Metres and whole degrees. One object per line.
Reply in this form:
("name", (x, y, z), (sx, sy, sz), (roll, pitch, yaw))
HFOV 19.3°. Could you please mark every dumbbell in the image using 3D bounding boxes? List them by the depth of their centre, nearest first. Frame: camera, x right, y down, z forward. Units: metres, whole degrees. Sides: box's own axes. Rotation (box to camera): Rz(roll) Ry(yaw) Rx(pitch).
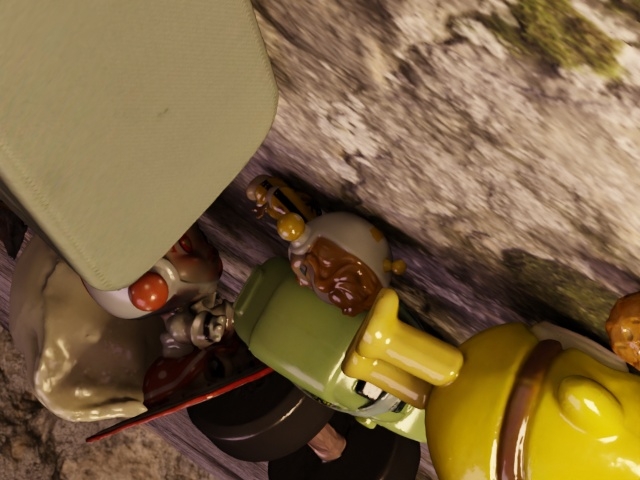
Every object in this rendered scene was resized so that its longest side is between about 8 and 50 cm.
("dumbbell", (-0.014, 0.173, 1.811), (0.152, 0.152, 0.218), (23, 162, 43))

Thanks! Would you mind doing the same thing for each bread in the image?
("bread", (0.234, 0.081, 1.085), (0.157, 0.044, 0.052), (32, 173, 18))

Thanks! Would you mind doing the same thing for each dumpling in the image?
("dumpling", (-0.188, 0.060, 1.730), (0.193, 0.258, 0.147), (23, 140, -17))

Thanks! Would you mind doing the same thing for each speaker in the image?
("speaker", (-0.164, -0.138, 1.038), (0.184, 0.183, 0.406), (37, 169, 18))

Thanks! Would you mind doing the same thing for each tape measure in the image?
("tape measure", (0.018, 0.076, 1.489), (0.200, 0.106, 0.175), (34, -177, 20))

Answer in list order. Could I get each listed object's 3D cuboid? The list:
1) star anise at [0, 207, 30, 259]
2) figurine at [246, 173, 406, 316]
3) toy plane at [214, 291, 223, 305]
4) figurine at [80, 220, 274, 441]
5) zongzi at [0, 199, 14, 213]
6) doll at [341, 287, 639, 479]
("star anise", (-0.318, -0.055, 1.873), (0.204, 0.061, 0.180), (38, -153, -13))
("figurine", (0.001, 0.002, 1.369), (0.101, 0.068, 0.143), (46, 176, -25))
("toy plane", (-0.140, 0.102, 1.985), (0.192, 0.088, 0.262), (20, 146, 55))
("figurine", (-0.136, 0.028, 1.601), (0.160, 0.183, 0.226), (-24, 88, 36))
("zongzi", (-0.294, -0.088, 1.831), (0.189, 0.081, 0.178), (28, -162, -47))
("doll", (0.183, 0.148, 1.254), (0.363, 0.145, 0.199), (28, 162, 3))
